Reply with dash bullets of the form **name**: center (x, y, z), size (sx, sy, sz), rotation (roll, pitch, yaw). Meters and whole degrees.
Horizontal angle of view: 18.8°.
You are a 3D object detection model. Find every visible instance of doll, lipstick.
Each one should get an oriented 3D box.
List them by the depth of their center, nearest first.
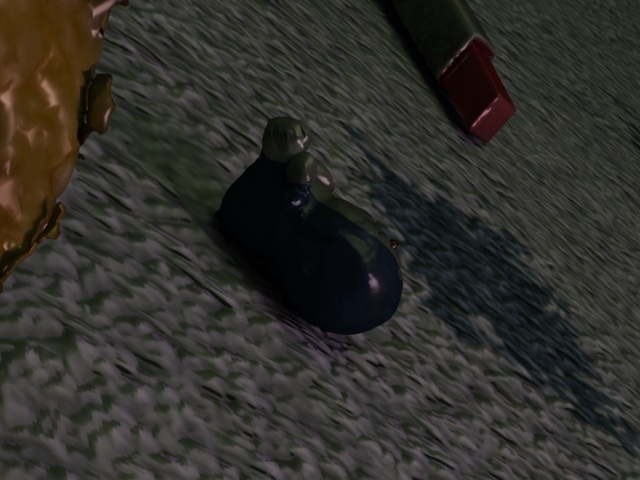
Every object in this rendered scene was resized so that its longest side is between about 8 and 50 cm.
- **doll**: center (0.000, 0.000, 0.751), size (0.083, 0.050, 0.076), rotation (48, 0, 13)
- **lipstick**: center (0.064, -0.169, 1.258), size (0.051, 0.051, 0.312), rotation (32, 23, -41)

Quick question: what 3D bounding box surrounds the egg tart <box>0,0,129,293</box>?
- **egg tart**: center (-0.106, -0.047, 0.405), size (0.090, 0.213, 0.212), rotation (7, 5, 22)
